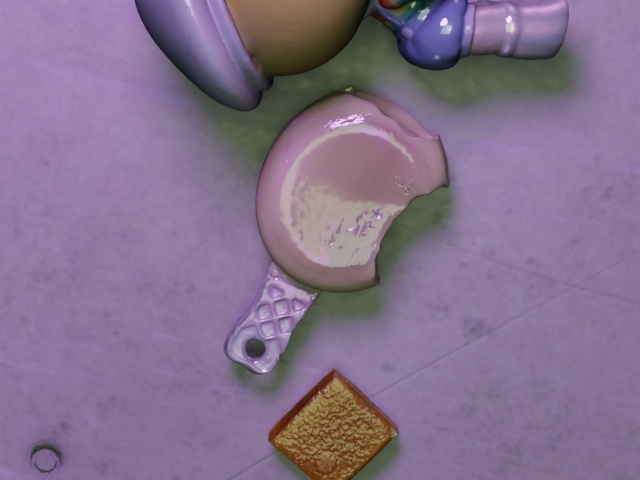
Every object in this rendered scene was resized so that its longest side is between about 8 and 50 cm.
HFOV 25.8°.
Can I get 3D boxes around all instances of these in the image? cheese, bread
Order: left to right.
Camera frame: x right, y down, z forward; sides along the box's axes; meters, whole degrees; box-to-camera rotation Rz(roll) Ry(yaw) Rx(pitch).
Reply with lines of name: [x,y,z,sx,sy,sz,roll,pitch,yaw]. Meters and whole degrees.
cheese: [0.000,0.000,1.307,0.163,0.082,0.286,28,101,-3]
bread: [0.012,0.187,1.356,0.090,0.035,0.094,44,97,-5]

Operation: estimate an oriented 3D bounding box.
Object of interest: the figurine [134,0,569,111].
figurine: [0.024,-0.198,1.201,0.382,0.224,0.205,11,103,-1]
